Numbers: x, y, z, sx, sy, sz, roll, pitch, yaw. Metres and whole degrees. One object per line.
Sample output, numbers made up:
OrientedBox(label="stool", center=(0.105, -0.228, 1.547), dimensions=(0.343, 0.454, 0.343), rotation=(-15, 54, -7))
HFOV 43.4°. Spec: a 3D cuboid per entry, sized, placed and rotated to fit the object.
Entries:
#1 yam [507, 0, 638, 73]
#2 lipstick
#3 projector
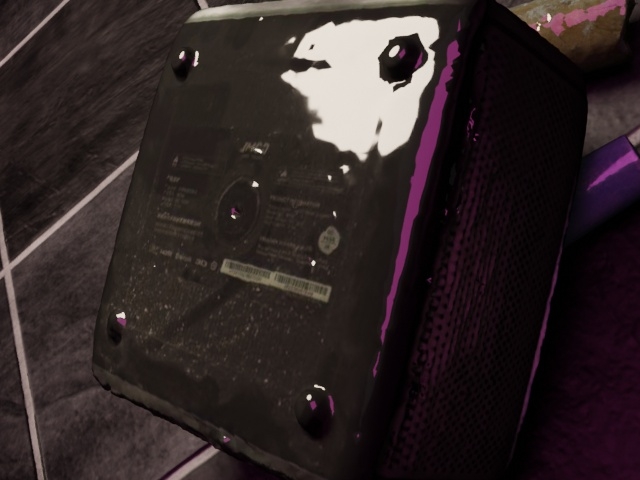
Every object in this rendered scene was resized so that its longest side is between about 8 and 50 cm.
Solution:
OrientedBox(label="yam", center=(0.206, -0.202, 0.858), dimensions=(0.259, 0.093, 0.093), rotation=(-11, 61, 30))
OrientedBox(label="lipstick", center=(0.190, -0.003, 0.787), dimensions=(0.274, 0.061, 0.068), rotation=(-34, 73, 23))
OrientedBox(label="projector", center=(0.000, 0.000, 0.751), dimensions=(0.395, 0.242, 0.406), rotation=(12, 86, 43))
